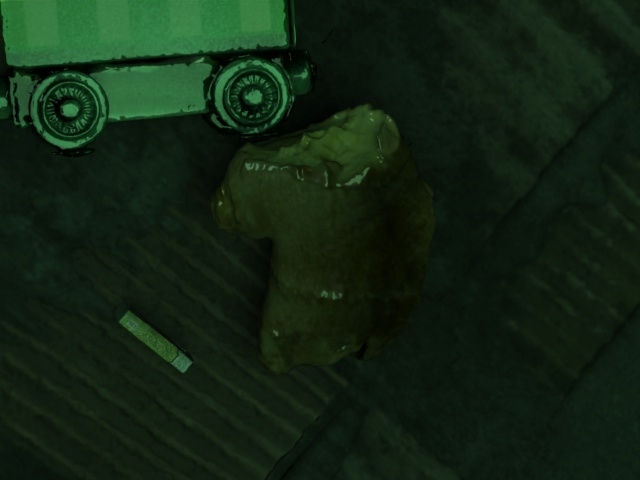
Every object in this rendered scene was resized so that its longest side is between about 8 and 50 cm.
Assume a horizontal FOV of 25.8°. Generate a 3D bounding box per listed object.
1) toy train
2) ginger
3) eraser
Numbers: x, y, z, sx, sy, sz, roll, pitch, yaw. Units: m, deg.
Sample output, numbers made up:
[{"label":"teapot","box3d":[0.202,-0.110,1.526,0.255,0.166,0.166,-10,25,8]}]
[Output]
[{"label":"toy train","box3d":[-0.152,-0.181,1.232,0.300,0.120,0.202,-7,102,-13]},{"label":"ginger","box3d":[0.000,0.000,1.292,0.221,0.130,0.276,11,109,-30]},{"label":"eraser","box3d":[-0.160,0.093,1.337,0.083,0.038,0.019,42,88,-19]}]
